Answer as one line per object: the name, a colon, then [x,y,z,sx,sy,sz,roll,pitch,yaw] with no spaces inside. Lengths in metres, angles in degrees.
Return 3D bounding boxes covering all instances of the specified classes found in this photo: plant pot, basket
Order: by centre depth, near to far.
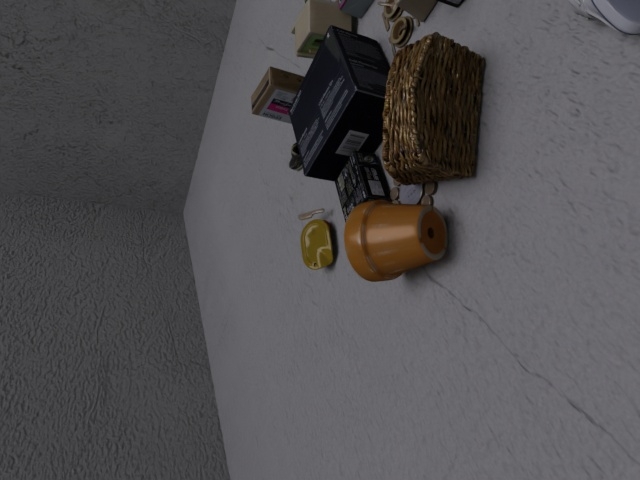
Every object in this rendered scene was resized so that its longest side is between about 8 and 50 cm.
basket: [0.217,-0.291,1.107,0.223,0.213,0.299,3,86,58]
plant pot: [0.193,-0.007,1.150,0.188,0.205,0.205,-9,76,46]
plant pot: [0.257,-0.667,1.250,0.096,0.109,0.109,-35,54,43]

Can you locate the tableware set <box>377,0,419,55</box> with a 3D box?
tableware set: [0.218,-0.649,1.382,0.128,0.039,0.194,-44,47,51]

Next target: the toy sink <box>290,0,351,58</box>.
toy sink: [-0.005,-0.726,1.685,0.234,0.152,0.131,171,99,-69]

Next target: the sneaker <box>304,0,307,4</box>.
sneaker: [-0.019,-1.012,1.887,0.170,0.063,0.075,-70,24,15]

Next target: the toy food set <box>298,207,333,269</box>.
toy food set: [0.000,0.000,1.648,0.128,0.071,0.218,-21,65,33]

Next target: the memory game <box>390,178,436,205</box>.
memory game: [0.241,-0.130,1.259,0.186,0.012,0.186,-21,66,61]

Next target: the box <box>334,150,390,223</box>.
box: [0.120,-0.149,1.413,0.147,0.077,0.180,122,144,-47]

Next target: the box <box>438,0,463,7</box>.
box: [0.238,-0.675,1.140,0.059,0.232,0.183,138,133,-55]

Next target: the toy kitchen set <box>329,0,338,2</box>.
toy kitchen set: [0.040,-0.864,1.738,0.083,0.068,0.075,-52,41,45]

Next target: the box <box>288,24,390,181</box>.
box: [0.065,-0.410,1.475,0.343,0.179,0.313,-53,41,44]

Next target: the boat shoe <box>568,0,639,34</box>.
boat shoe: [0.475,-0.422,0.810,0.084,0.095,0.258,87,176,-59]

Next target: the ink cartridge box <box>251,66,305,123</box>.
ink cartridge box: [-0.120,-0.534,1.794,0.193,0.234,0.088,-38,51,55]

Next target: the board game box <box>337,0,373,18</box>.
board game box: [0.132,-0.928,1.547,0.224,0.097,0.303,-39,51,52]

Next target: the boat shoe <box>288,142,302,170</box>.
boat shoe: [-0.080,-0.349,1.853,0.223,0.073,0.080,-37,53,54]
